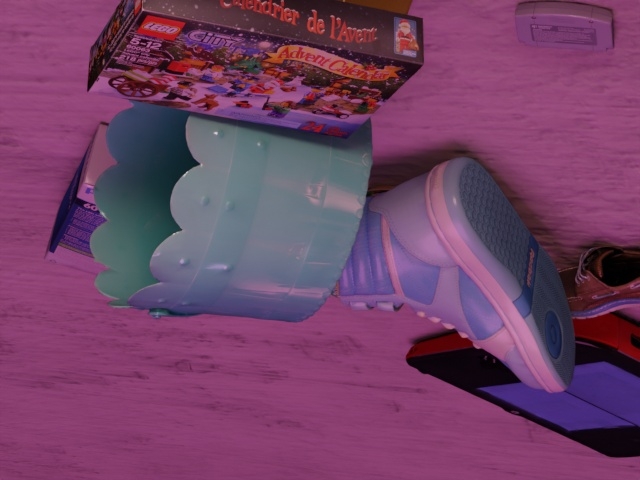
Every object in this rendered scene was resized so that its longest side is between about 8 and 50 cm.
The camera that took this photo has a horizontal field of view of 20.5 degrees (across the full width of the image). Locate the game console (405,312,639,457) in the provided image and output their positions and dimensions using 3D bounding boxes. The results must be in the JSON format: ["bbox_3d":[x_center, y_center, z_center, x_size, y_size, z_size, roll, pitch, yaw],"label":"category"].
[{"bbox_3d":[0.349,0.192,2.235,0.387,0.060,0.342,27,153,-28],"label":"game console"}]

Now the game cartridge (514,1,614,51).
[{"bbox_3d":[0.209,-0.183,1.511,0.083,0.017,0.056,6,159,14],"label":"game cartridge"}]

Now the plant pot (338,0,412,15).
[{"bbox_3d":[0.022,-0.192,1.499,0.081,0.083,0.081,-13,146,43],"label":"plant pot"}]

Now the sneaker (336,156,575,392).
[{"bbox_3d":[0.130,0.053,1.875,0.208,0.127,0.319,-14,126,29],"label":"sneaker"}]

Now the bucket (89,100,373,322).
[{"bbox_3d":[-0.085,-0.056,1.635,0.183,0.281,0.281,13,158,-22],"label":"bucket"}]

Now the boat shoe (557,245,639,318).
[{"bbox_3d":[0.310,0.037,1.911,0.183,0.066,0.066,-9,137,35],"label":"boat shoe"}]

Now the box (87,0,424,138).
[{"bbox_3d":[-0.055,-0.148,1.423,0.233,0.044,0.159,9,158,-20],"label":"box"}]

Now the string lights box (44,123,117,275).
[{"bbox_3d":[-0.219,-0.031,1.989,0.133,0.076,0.259,17,156,-12],"label":"string lights box"}]

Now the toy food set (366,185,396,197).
[{"bbox_3d":[0.078,-0.035,1.903,0.083,0.020,0.082,17,156,-9],"label":"toy food set"}]

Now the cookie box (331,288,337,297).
[{"bbox_3d":[0.000,0.000,1.932,0.107,0.091,0.040,28,155,-31],"label":"cookie box"}]
